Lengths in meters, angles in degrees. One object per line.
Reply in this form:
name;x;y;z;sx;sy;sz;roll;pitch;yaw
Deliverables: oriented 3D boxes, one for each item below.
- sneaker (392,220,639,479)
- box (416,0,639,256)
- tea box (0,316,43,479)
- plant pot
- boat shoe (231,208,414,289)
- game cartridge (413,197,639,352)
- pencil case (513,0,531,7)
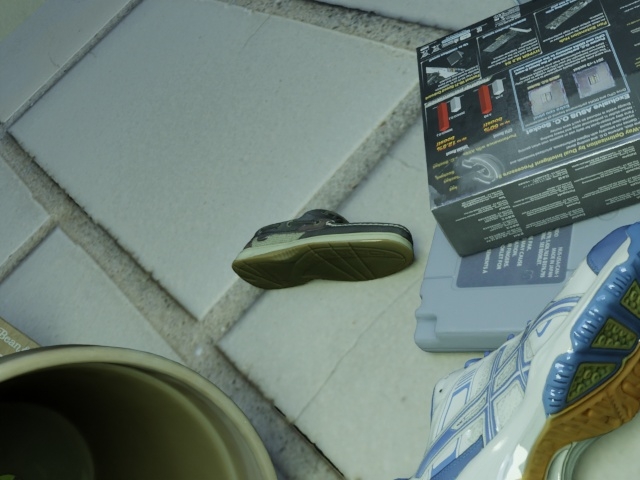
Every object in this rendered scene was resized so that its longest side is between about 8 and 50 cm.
sneaker;0.143;0.105;0.551;0.297;0.111;0.131;-58;35;-1
box;0.243;-0.138;0.682;0.307;0.076;0.243;-20;43;22
tea box;-0.532;0.217;0.913;0.328;0.220;0.324;4;55;40
plant pot;-0.237;0.239;0.630;0.280;0.323;0.323;-5;49;55
boat shoe;0.000;0.001;0.816;0.223;0.080;0.074;-10;52;37
game cartridge;0.207;-0.028;0.705;0.196;0.060;0.294;-8;49;37
pencil case;0.336;-0.368;0.879;0.273;0.113;0.124;-35;50;6
